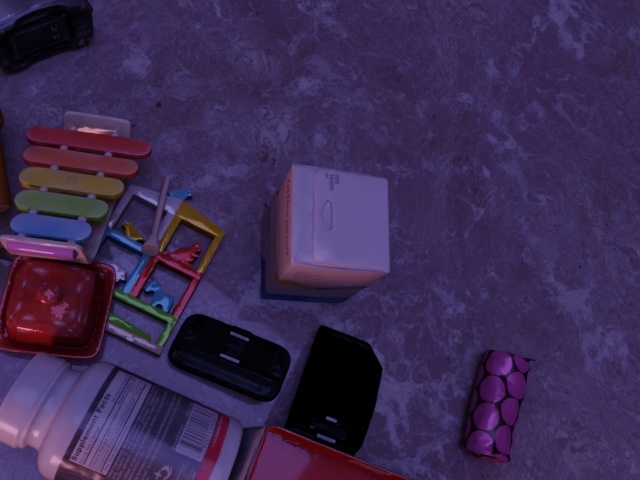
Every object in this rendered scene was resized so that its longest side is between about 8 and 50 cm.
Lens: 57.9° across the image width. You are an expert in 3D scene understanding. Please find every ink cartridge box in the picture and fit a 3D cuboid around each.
[{"bbox_3d":[0.000,0.000,1.010,0.168,0.233,0.171,6,70,-16],"label":"ink cartridge box"},{"bbox_3d":[0.019,0.391,0.860,0.309,0.272,0.130,25,66,-8],"label":"ink cartridge box"}]

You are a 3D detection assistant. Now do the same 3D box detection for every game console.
[{"bbox_3d":[-0.074,0.217,0.996,0.361,0.044,0.213,22,47,0],"label":"game console"}]

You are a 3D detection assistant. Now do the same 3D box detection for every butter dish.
[{"bbox_3d":[-0.405,0.089,0.875,0.160,0.118,0.160,11,70,-14],"label":"butter dish"}]

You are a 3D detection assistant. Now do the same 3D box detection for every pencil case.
[{"bbox_3d":[0.338,0.314,1.097,0.098,0.095,0.209,34,66,-22],"label":"pencil case"}]

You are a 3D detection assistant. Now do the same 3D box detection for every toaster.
[{"bbox_3d":[-0.536,-0.410,1.036,0.227,0.129,0.146,-34,81,-23],"label":"toaster"}]

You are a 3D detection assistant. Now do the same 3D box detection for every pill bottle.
[{"bbox_3d":[-0.291,0.286,0.846,0.318,0.176,0.176,27,66,-8],"label":"pill bottle"}]

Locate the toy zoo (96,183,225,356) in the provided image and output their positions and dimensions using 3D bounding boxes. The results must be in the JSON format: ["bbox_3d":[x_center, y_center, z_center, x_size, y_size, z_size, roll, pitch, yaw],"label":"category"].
[{"bbox_3d":[-0.297,0.029,1.013,0.192,0.030,0.293,28,65,-7],"label":"toy zoo"}]

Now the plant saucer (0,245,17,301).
[{"bbox_3d":[-0.529,0.091,0.916,0.168,0.029,0.168,6,71,-17],"label":"plant saucer"}]

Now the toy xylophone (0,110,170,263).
[{"bbox_3d":[-0.372,-0.082,0.949,0.236,0.081,0.323,2,49,-12],"label":"toy xylophone"}]

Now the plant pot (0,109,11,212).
[{"bbox_3d":[-0.579,-0.121,0.894,0.205,0.205,0.188,-23,96,-24],"label":"plant pot"}]
